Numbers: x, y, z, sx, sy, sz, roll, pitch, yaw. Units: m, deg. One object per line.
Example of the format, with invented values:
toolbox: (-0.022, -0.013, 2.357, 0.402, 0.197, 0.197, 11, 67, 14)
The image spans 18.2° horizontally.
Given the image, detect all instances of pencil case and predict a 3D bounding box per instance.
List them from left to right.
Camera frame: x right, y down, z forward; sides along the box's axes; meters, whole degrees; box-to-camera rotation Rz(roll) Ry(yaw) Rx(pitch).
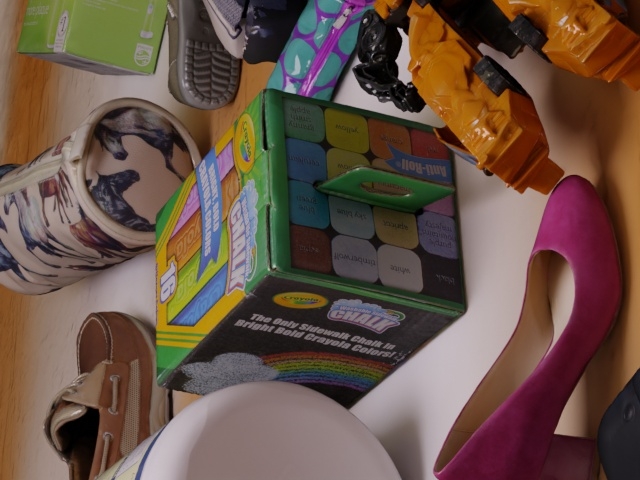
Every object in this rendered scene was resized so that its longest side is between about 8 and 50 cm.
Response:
pencil case: (-0.275, -0.044, 2.248, 0.410, 0.183, 0.160, -20, 60, 60)
pencil case: (0.000, -0.180, 1.867, 0.070, 0.064, 0.152, -86, 20, -59)

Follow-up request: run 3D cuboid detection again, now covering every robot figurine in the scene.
robot figurine: (0.131, -0.159, 1.521, 0.211, 0.085, 0.291, -49, 32, 12)

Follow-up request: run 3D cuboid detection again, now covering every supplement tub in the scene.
supplement tub: (-0.093, 0.272, 1.648, 0.325, 0.235, 0.235, -40, 44, 53)

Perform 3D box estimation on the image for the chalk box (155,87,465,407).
chalk box: (0.000, 0.000, 1.649, 0.289, 0.180, 0.179, -44, 41, 48)

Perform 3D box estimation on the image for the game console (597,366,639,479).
game console: (0.211, 0.101, 1.157, 0.293, 0.173, 0.250, -58, 31, 35)

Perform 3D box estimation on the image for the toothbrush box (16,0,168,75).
toothbrush box: (-0.259, -0.350, 2.432, 0.206, 0.122, 0.283, 14, 90, 65)

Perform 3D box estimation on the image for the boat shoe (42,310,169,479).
boat shoe: (-0.228, 0.185, 2.114, 0.123, 0.116, 0.324, -63, 28, 28)

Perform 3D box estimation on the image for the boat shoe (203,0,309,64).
boat shoe: (-0.098, -0.339, 1.997, 0.340, 0.127, 0.158, 54, 151, 36)

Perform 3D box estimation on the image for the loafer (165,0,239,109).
loafer: (-0.133, -0.258, 2.150, 0.087, 0.094, 0.251, -14, 66, 58)

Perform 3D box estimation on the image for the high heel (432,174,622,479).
high heel: (0.139, 0.064, 1.393, 0.082, 0.117, 0.244, -15, 66, 63)
